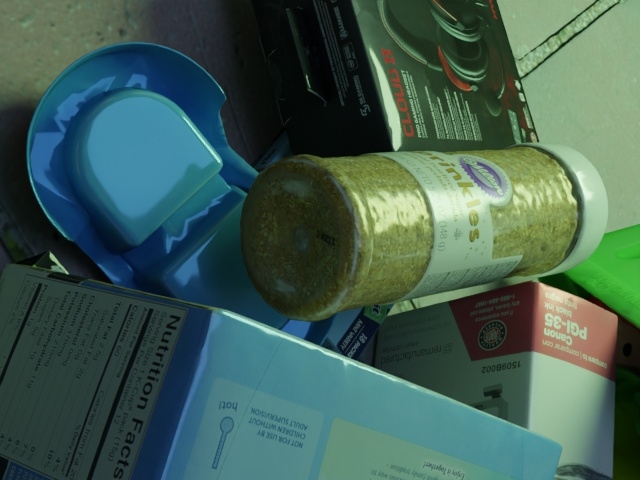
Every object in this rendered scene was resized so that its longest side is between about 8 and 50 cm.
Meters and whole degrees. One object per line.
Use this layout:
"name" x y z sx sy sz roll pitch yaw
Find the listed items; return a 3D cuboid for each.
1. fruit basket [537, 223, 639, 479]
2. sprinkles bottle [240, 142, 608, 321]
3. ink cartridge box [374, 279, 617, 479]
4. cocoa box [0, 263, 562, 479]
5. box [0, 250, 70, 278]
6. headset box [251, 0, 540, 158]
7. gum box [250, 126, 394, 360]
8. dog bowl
"fruit basket" 0.302 0.178 1.143 0.392 0.392 0.283 -46 117 -39
"sprinkles bottle" 0.097 -0.015 0.963 0.355 0.121 0.121 -8 84 -48
"ink cartridge box" 0.143 0.199 1.043 0.117 0.207 0.283 23 63 -34
"cocoa box" -0.048 0.181 0.776 0.347 0.228 0.231 26 77 -42
"box" -0.205 0.060 0.876 0.083 0.052 0.062 53 49 -19
"headset box" 0.065 -0.160 1.099 0.293 0.110 0.218 -3 75 -51
"gum box" 0.000 0.000 1.083 0.184 0.041 0.157 52 50 -19
"dog bowl" -0.111 -0.016 0.938 0.166 0.074 0.297 -45 109 -17
